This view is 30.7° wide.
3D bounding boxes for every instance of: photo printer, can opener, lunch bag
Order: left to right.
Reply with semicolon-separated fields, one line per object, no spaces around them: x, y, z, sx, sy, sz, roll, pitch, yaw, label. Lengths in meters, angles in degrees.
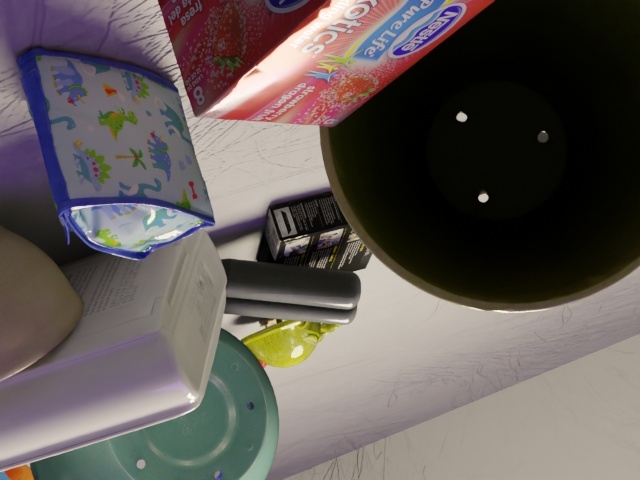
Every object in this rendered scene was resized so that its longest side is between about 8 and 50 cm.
-0.253;0.109;1.126;0.307;0.107;0.256;-18;-157;10;photo printer
-0.161;-0.064;0.869;0.096;0.129;0.151;-25;162;17;lunch bag
-0.096;0.067;1.300;0.280;0.093;0.074;2;149;-6;can opener

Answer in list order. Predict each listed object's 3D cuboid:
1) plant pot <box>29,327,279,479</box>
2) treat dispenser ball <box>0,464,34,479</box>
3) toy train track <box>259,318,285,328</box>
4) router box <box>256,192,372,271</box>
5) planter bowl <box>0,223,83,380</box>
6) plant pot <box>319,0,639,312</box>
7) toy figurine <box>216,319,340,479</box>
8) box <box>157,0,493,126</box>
-0.179;0.217;1.356;0.293;0.293;0.235;-11;169;-23;plant pot
-0.539;0.463;1.782;0.288;0.288;0.288;-17;162;-6;treat dispenser ball
-0.056;0.122;1.704;0.048;0.014;0.083;-32;158;36;toy train track
0.000;0.000;1.348;0.133;0.046;0.179;-14;161;-14;router box
-0.307;0.047;1.029;0.162;0.109;0.162;-19;-156;9;planter bowl
0.149;-0.084;0.966;0.274;0.275;0.293;-20;177;5;plant pot
-0.119;0.257;1.674;0.362;0.217;0.191;-21;160;18;toy figurine
0.024;-0.183;0.711;0.128;0.123;0.257;-1;155;-45;box
